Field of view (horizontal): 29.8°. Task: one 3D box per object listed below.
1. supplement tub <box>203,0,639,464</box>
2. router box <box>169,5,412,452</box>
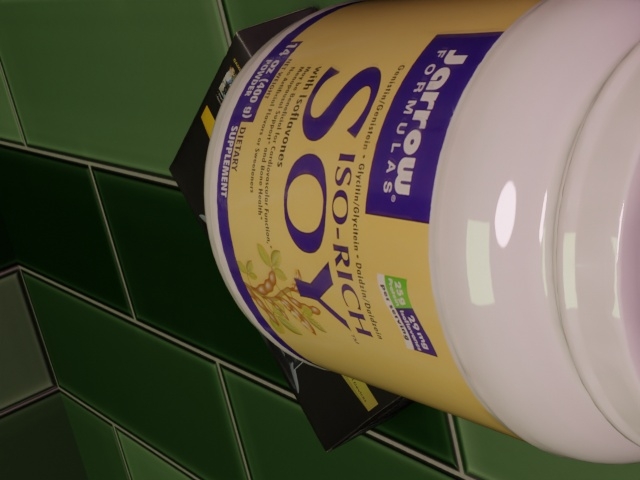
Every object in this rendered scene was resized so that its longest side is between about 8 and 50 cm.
[{"bbox_3d":[0.109,-0.017,0.654,0.331,0.241,0.241,11,120,57],"label":"supplement tub"},{"bbox_3d":[0.000,0.000,1.016,0.309,0.081,0.243,60,151,11],"label":"router box"}]
